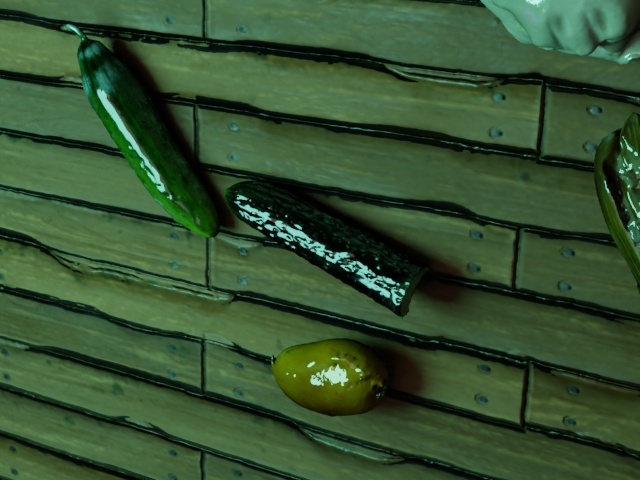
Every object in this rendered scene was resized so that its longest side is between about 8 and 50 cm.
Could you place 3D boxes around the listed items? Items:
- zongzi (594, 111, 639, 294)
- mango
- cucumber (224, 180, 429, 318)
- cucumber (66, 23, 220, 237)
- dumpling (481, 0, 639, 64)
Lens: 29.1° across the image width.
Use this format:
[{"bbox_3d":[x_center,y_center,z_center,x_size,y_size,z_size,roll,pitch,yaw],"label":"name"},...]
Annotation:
[{"bbox_3d":[0.285,0.071,0.953,0.286,0.134,0.288,45,131,17],"label":"zongzi"},{"bbox_3d":[0.010,0.126,1.163,0.127,0.063,0.077,-1,111,36],"label":"mango"},{"bbox_3d":[0.000,0.000,1.130,0.215,0.058,0.052,29,125,23],"label":"cucumber"},{"bbox_3d":[-0.176,-0.105,1.202,0.056,0.056,0.250,-31,91,34],"label":"cucumber"},{"bbox_3d":[0.201,-0.185,0.929,0.188,0.108,0.127,2,132,13],"label":"dumpling"}]
